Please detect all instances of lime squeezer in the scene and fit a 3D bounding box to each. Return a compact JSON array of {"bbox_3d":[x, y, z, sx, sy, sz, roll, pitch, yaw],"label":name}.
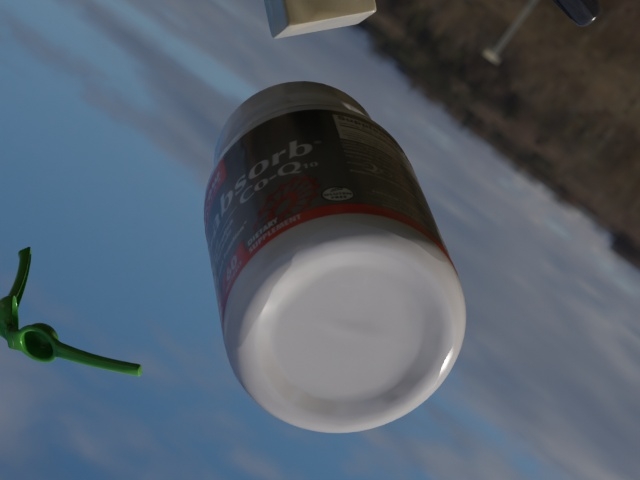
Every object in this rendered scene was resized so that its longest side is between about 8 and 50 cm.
[{"bbox_3d":[-0.343,0.109,2.340,0.110,0.059,0.310,-8,-148,-35],"label":"lime squeezer"}]

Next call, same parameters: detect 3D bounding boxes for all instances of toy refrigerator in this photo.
[{"bbox_3d":[-0.025,-0.362,2.024,0.094,0.102,0.270,167,90,-76],"label":"toy refrigerator"}]

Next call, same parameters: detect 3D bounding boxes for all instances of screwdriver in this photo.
[{"bbox_3d":[0.113,-0.193,1.141,0.170,0.025,0.024,42,175,-21],"label":"screwdriver"}]

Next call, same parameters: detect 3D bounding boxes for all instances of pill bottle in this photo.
[{"bbox_3d":[0.000,0.000,1.730,0.210,0.210,0.363,34,-163,-22],"label":"pill bottle"}]
